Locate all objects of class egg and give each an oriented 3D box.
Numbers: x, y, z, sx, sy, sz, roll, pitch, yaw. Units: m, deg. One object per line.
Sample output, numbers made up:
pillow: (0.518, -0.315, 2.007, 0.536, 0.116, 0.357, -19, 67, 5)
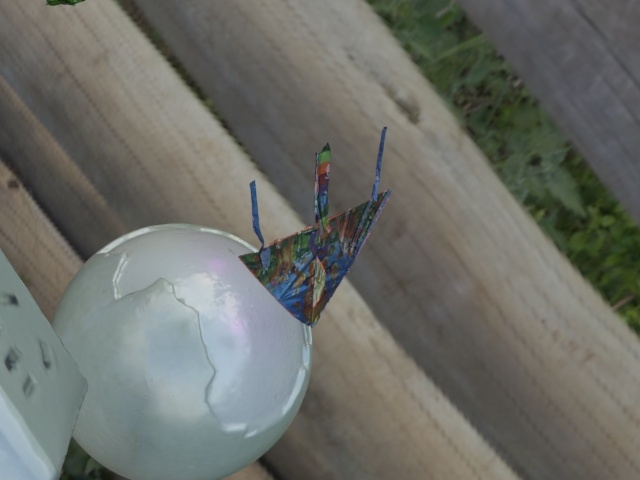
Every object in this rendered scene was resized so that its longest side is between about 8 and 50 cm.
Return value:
egg: (-0.144, 0.117, 1.441, 0.278, 0.336, 0.278, 5, 74, -18)

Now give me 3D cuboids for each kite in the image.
kite: (0.000, 0.000, 1.057, 0.010, 0.160, 0.183, 23, 32, 34)

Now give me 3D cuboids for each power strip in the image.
power strip: (-0.224, 0.099, 0.787, 0.139, 0.140, 0.224, -28, 107, 7)

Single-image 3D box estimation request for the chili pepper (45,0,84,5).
chili pepper: (-0.089, -0.130, 0.585, 0.027, 0.022, 0.083, 33, 101, -20)
